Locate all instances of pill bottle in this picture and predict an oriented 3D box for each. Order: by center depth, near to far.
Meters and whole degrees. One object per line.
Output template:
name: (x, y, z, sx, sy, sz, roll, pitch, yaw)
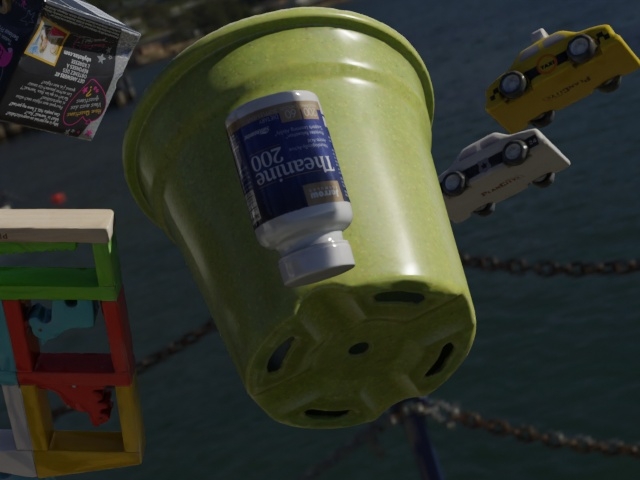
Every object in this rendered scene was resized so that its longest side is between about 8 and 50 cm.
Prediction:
pill bottle: (-0.017, -0.033, 0.835, 0.067, 0.120, 0.067, -16, -10, -3)

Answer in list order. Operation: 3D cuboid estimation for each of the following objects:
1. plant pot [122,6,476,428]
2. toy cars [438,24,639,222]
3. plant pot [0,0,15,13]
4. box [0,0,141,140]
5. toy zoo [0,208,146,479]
plant pot: (0.000, 0.000, 1.012, 0.276, 0.276, 0.254, -18, 51, -4)
toy cars: (0.264, -0.161, 1.650, 0.177, 0.087, 0.393, -2, -32, -19)
plant pot: (-0.183, -0.267, 0.872, 0.165, 0.167, 0.167, -28, 13, -13)
box: (-0.352, -0.228, 1.383, 0.247, 0.142, 0.163, 33, 12, 29)
toy zoo: (-0.252, 0.103, 1.057, 0.192, 0.293, 0.030, 0, 34, 4)
